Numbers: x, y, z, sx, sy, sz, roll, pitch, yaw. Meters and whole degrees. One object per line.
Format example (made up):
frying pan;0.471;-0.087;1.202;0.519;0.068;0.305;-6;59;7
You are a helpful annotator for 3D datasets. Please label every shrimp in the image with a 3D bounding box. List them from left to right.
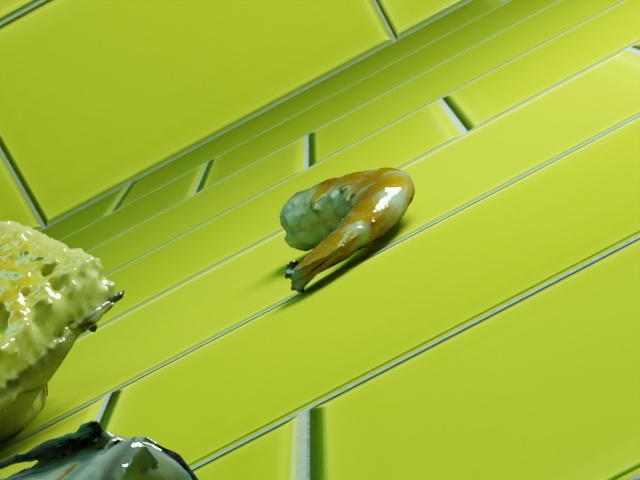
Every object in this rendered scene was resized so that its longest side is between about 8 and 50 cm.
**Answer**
shrimp;0.000;0.000;1.385;0.161;0.049;0.166;-18;21;43

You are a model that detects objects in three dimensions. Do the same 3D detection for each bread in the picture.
bread;-0.288;0.091;1.376;0.204;0.162;0.262;-49;5;-36

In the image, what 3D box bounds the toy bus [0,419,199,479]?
toy bus;-0.159;0.168;0.609;0.317;0.138;0.112;-21;10;31
